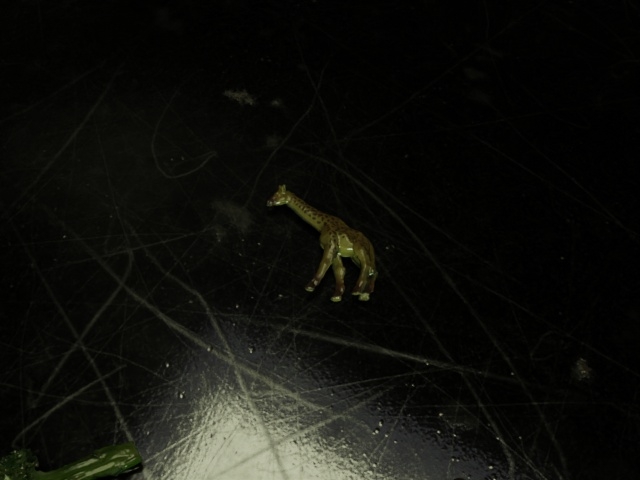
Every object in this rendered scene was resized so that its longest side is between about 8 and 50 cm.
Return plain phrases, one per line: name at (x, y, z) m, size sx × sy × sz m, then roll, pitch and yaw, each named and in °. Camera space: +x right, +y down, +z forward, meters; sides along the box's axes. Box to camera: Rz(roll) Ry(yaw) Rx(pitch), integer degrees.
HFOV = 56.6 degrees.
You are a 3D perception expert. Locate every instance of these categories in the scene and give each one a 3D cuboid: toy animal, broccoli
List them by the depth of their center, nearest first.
broccoli at (-0.348, 0.320, 0.805) m, size 0.204 × 0.122 × 0.118 m, roll -13°, pitch 72°, yaw -30°
toy animal at (0.009, -0.003, 1.069) m, size 0.149 × 0.054 × 0.275 m, roll -18°, pitch 62°, yaw -13°

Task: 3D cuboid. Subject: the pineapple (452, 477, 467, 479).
pineapple at (0.180, 0.406, 0.746) m, size 0.166 × 0.166 × 0.193 m, roll -16°, pitch 65°, yaw -15°
